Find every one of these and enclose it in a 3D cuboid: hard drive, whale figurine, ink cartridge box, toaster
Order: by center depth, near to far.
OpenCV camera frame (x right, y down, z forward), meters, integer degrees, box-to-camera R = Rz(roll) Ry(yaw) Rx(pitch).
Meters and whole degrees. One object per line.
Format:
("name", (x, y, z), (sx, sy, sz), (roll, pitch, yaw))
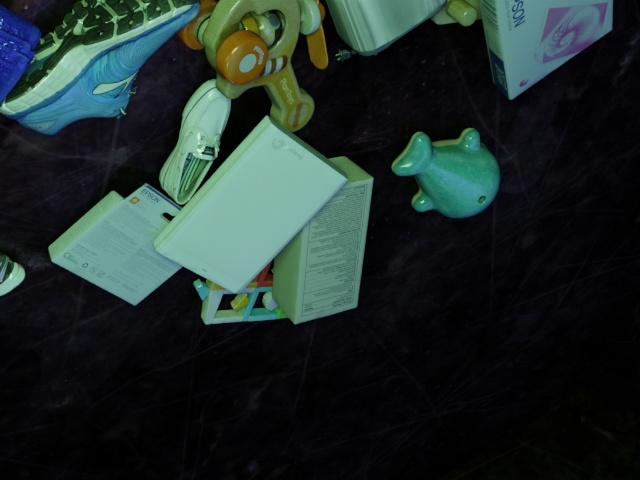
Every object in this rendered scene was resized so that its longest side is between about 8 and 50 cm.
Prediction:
("toaster", (0.093, -0.416, 1.391), (0.227, 0.129, 0.146), (-34, 137, -3))
("ink cartridge box", (0.433, -0.436, 1.456), (0.330, 0.071, 0.324), (-35, 151, 2))
("hard drive", (-0.123, -0.054, 1.499), (0.307, 0.040, 0.203), (-45, 130, 15))
("ink cartridge box", (-0.331, 0.001, 1.514), (0.224, 0.045, 0.223), (-37, 141, 10))
("whale figurine", (0.276, -0.137, 1.783), (0.272, 0.141, 0.216), (19, 115, -45))

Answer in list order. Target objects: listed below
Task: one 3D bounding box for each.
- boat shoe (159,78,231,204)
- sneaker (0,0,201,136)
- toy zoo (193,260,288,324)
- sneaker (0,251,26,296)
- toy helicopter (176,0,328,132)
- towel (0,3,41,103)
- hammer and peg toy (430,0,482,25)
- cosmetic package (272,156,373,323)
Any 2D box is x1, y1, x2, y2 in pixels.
("boat shoe", (-0.203, -0.163, 1.445), (0.083, 0.076, 0.226), (3, 125, -39))
("sneaker", (-0.317, -0.270, 1.238), (0.330, 0.129, 0.147), (-32, 148, 4))
("toy zoo", (-0.133, 0.092, 1.778), (0.293, 0.030, 0.192), (0, 127, -37))
("sneaker", (-0.591, 0.077, 1.401), (0.178, 0.072, 0.077), (-40, 129, -11))
("toy helicopter", (-0.071, -0.308, 1.398), (0.235, 0.140, 0.355), (-43, 152, -8))
("towel", (-0.544, -0.253, 1.063), (0.308, 0.076, 0.227), (30, 106, -38))
("hammer and peg toy", (0.335, -0.552, 1.440), (0.266, 0.127, 0.361), (-14, 135, -27))
("cosmetic package", (0.000, 0.000, 1.694), (0.160, 0.113, 0.309), (-12, 126, -29))
